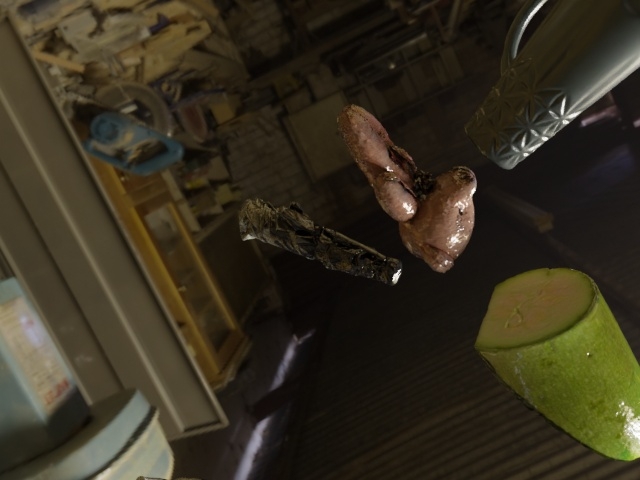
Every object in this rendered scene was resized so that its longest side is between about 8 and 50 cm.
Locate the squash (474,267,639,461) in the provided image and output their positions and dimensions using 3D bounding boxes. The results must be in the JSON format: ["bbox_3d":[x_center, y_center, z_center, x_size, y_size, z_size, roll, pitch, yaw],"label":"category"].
[{"bbox_3d":[0.433,0.229,1.164,0.210,0.309,0.234,-17,-158,33],"label":"squash"}]

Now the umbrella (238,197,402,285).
[{"bbox_3d":[0.003,-0.004,1.412,0.357,0.106,0.113,21,-156,13],"label":"umbrella"}]

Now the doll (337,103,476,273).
[{"bbox_3d":[0.152,-0.105,1.092,0.156,0.303,0.201,-29,-163,25],"label":"doll"}]

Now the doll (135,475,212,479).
[{"bbox_3d":[-0.204,0.416,1.116,0.113,0.057,0.227,-7,156,13],"label":"doll"}]

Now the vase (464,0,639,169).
[{"bbox_3d":[0.340,-0.250,0.990,0.156,0.251,0.301,14,129,-38],"label":"vase"}]
